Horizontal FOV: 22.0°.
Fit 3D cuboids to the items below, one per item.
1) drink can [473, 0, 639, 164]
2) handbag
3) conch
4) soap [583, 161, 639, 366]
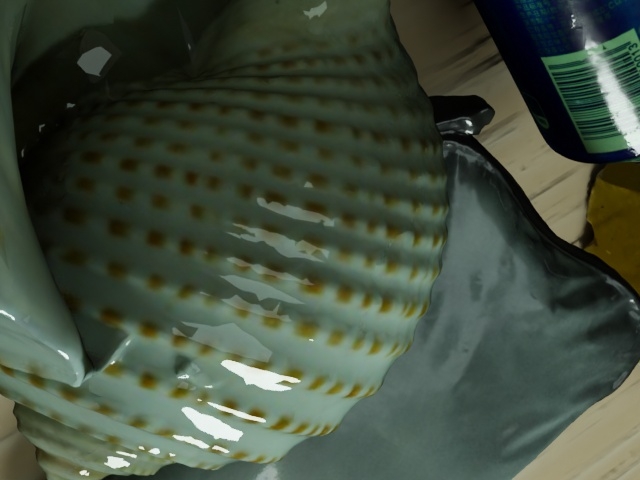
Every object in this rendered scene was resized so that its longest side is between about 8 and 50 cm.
[{"bbox_3d":[0.131,-0.142,0.828,0.118,0.118,0.205,-41,124,-15],"label":"drink can"},{"bbox_3d":[0.013,0.095,0.820,0.191,0.075,0.332,40,97,-24],"label":"handbag"},{"bbox_3d":[-0.087,-0.069,0.657,0.303,0.215,0.319,25,60,-44],"label":"conch"},{"bbox_3d":[0.247,0.026,0.984,0.232,0.073,0.140,44,76,-34],"label":"soap"}]
